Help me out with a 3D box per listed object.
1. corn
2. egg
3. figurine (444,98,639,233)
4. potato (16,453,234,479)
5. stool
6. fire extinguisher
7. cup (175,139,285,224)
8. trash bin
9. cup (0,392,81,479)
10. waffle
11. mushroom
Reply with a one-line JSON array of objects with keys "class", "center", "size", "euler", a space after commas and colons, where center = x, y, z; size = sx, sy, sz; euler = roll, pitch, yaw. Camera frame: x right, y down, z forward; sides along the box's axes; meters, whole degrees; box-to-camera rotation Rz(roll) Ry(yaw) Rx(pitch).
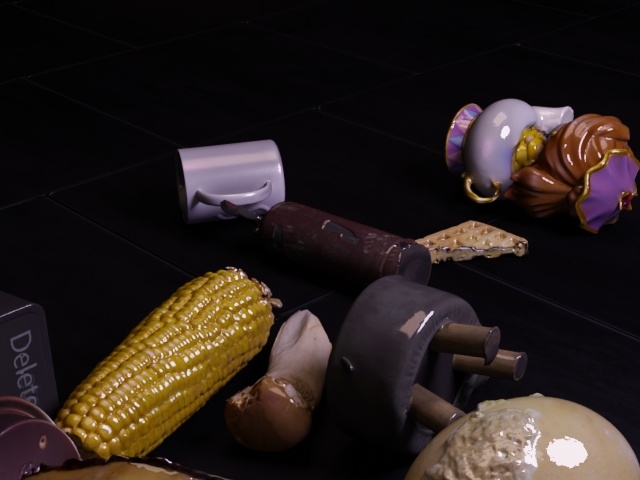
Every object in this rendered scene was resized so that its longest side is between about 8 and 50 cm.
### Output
[{"class": "corn", "center": [-0.150, 0.124, 1.190], "size": [0.106, 0.106, 0.305], "euler": [12, 31, 27]}, {"class": "egg", "center": [0.153, 0.202, 0.941], "size": [0.201, 0.164, 0.164], "euler": [-13, 28, -23]}, {"class": "figurine", "center": [0.295, -0.100, 1.598], "size": [0.263, 0.142, 0.189], "euler": [20, 64, 35]}, {"class": "potato", "center": [-0.116, 0.284, 0.736], "size": [0.229, 0.229, 0.266], "euler": [1, 36, 6]}, {"class": "stool", "center": [0.110, 0.111, 1.136], "size": [0.139, 0.153, 0.228], "euler": [16, 30, 33]}, {"class": "fire extinguisher", "center": [0.000, 0.000, 1.460], "size": [0.268, 0.072, 0.089], "euler": [19, -4, 37]}, {"class": "cup", "center": [-0.116, -0.064, 1.601], "size": [0.133, 0.099, 0.136], "euler": [-7, 46, -13]}, {"class": "trash bin", "center": [-0.355, 0.116, 1.151], "size": [0.115, 0.165, 0.225], "euler": [-25, 31, -39]}, {"class": "cup", "center": [-0.328, 0.207, 0.942], "size": [0.280, 0.196, 0.196], "euler": [1, 24, 25]}, {"class": "waffle", "center": [0.166, 0.014, 1.491], "size": [0.153, 0.023, 0.097], "euler": [-18, 29, -34]}, {"class": "mushroom", "center": [-0.031, 0.133, 1.208], "size": [0.084, 0.071, 0.209], "euler": [-28, 14, 21]}]
